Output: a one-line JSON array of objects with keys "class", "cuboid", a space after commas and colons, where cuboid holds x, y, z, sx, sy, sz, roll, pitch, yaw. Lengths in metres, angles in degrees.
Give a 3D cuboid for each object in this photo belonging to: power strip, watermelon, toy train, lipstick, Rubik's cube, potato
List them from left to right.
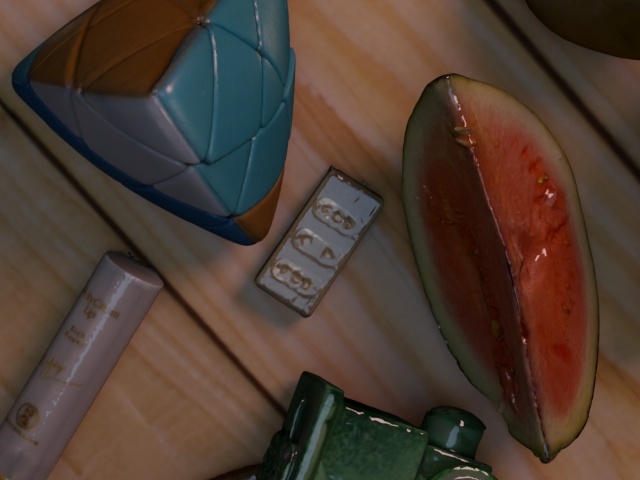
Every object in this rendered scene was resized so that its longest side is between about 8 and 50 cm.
[{"class": "lipstick", "cuboid": [-0.221, 0.131, 1.141, 0.059, 0.059, 0.264, 31, 98, -3]}, {"class": "Rubik's cube", "cuboid": [-0.093, -0.087, 1.029, 0.255, 0.254, 0.254, 0, 98, 2]}, {"class": "power strip", "cuboid": [0.000, 0.000, 1.129, 0.056, 0.032, 0.123, 33, 97, -4]}, {"class": "toy train", "cuboid": [0.038, 0.250, 1.090, 0.202, 0.145, 0.266, 21, 86, -8]}, {"class": "watermelon", "cuboid": [0.129, 0.013, 1.085, 0.128, 0.159, 0.303, -10, 99, 33]}, {"class": "potato", "cuboid": [0.236, -0.214, 1.016, 0.157, 0.194, 0.157, -8, 118, -16]}]

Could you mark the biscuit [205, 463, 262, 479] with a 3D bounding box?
[{"class": "biscuit", "cuboid": [-0.112, 0.329, 1.173, 0.278, 0.043, 0.301, 19, 98, -1]}]
